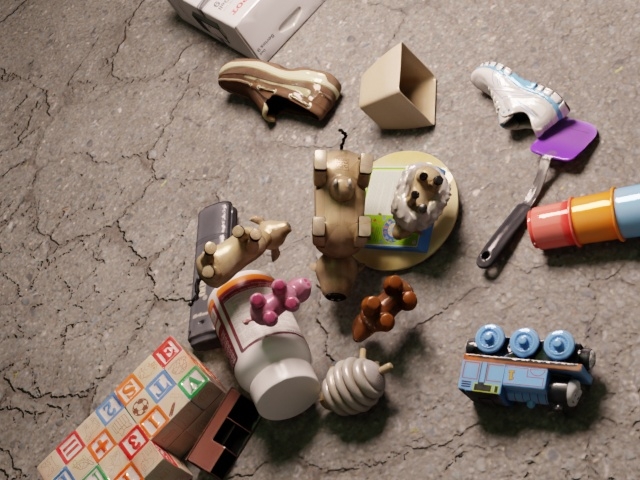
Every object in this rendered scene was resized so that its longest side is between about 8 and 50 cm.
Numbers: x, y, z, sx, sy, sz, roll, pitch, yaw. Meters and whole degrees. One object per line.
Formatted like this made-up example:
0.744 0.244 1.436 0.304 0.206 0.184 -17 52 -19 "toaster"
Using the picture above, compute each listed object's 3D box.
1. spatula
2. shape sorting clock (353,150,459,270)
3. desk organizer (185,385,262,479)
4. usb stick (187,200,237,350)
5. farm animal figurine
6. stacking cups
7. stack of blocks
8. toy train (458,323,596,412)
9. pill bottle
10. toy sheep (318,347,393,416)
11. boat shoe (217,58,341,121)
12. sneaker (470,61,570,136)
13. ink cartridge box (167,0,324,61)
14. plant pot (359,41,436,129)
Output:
0.322 -0.075 1.634 0.084 0.030 0.296 21 72 41 "spatula"
0.125 -0.048 1.721 0.206 0.040 0.206 -15 61 28 "shape sorting clock"
-0.142 0.295 1.638 0.050 0.047 0.130 21 71 35 "desk organizer"
-0.182 0.056 1.823 0.077 0.045 0.278 -14 54 20 "usb stick"
0.000 0.000 1.629 0.330 0.172 0.327 19 80 1 "farm animal figurine"
0.453 -0.040 1.511 0.316 0.096 0.096 -12 54 29 "stacking cups"
-0.276 0.315 1.672 0.297 0.087 0.171 -45 49 -5 "stack of blocks"
0.279 0.176 1.462 0.184 0.080 0.105 3 70 29 "toy train"
-0.086 0.159 1.647 0.121 0.121 0.221 -34 49 5 "pill bottle"
0.051 0.208 1.562 0.132 0.091 0.091 -38 46 27 "toy sheep"
-0.091 -0.267 1.961 0.257 0.095 0.095 10 71 34 "boat shoe"
0.299 -0.222 1.718 0.083 0.071 0.190 -48 46 -8 "sneaker"
-0.156 -0.504 2.137 0.211 0.121 0.289 -49 50 -7 "ink cartridge box"
0.126 -0.250 1.822 0.096 0.109 0.109 -18 51 34 "plant pot"
